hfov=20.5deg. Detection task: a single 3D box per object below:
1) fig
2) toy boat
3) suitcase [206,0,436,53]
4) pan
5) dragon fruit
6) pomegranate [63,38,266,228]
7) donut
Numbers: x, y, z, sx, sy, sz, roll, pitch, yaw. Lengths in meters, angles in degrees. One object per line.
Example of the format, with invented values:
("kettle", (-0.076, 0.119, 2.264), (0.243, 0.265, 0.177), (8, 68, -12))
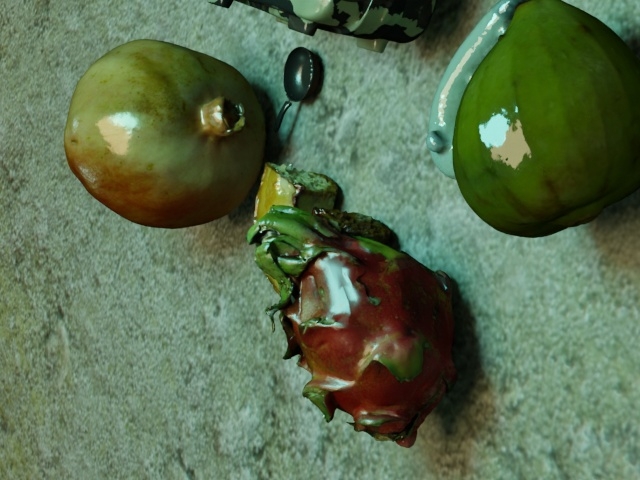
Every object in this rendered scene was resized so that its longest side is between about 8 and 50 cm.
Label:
("fig", (0.209, -0.119, 1.648), (0.203, 0.203, 0.225), (-30, 69, 53))
("toy boat", (0.171, -0.152, 1.827), (0.207, 0.079, 0.134), (-60, 44, 33))
("suitcase", (0.026, -0.396, 1.974), (0.351, 0.194, 0.339), (25, 102, 54))
("pan", (-0.029, -0.184, 2.189), (0.068, 0.023, 0.115), (51, 126, 46))
("dragon fruit", (0.024, 0.092, 1.888), (0.198, 0.269, 0.200), (71, -138, -82))
("pomegranate", (-0.185, -0.136, 2.228), (0.270, 0.252, 0.229), (-10, 59, 59))
("donut", (-0.002, -0.001, 2.075), (0.217, 0.085, 0.141), (48, 127, 49))
